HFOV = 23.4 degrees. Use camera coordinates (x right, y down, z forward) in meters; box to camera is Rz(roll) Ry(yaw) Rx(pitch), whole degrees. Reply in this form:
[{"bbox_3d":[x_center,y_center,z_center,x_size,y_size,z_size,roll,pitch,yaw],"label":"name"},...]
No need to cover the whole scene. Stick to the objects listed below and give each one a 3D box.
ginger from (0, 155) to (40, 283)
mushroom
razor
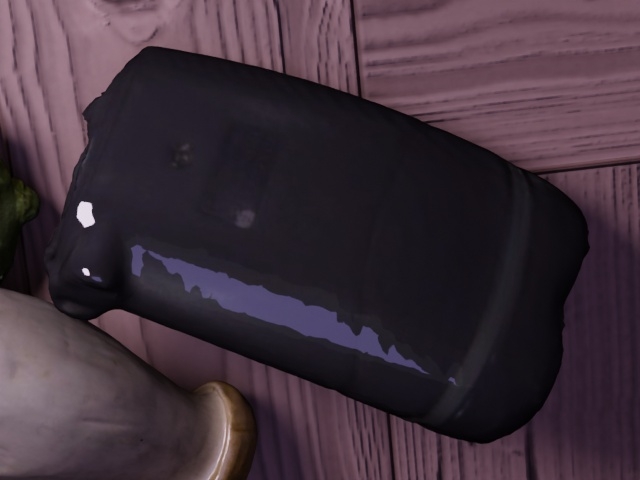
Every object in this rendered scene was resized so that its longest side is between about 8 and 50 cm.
[{"bbox_3d":[-0.293,0.042,1.041,0.137,0.089,0.290,35,100,-18],"label":"ginger"},{"bbox_3d":[-0.187,0.104,1.007,0.350,0.128,0.128,26,103,-38],"label":"mushroom"},{"bbox_3d":[0.001,0.000,1.019,0.349,0.113,0.204,19,63,-10],"label":"razor"}]
